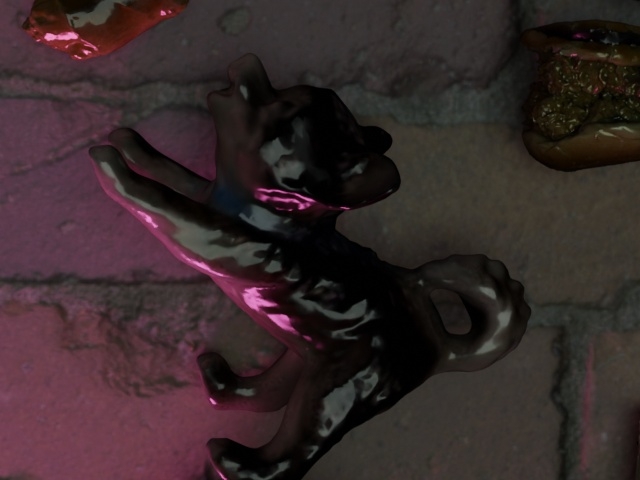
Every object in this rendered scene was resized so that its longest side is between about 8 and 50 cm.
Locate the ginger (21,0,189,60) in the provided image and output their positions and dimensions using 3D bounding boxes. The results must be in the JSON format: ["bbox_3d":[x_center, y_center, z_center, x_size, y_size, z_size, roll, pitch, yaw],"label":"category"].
[{"bbox_3d":[-0.168,-0.223,1.446,0.190,0.069,0.095,-37,105,-3],"label":"ginger"}]

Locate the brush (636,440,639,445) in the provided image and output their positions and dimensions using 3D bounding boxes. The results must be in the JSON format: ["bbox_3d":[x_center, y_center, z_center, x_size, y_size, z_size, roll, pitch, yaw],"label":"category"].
[{"bbox_3d":[0.340,0.199,1.593,0.083,0.008,0.024,11,93,-9],"label":"brush"}]

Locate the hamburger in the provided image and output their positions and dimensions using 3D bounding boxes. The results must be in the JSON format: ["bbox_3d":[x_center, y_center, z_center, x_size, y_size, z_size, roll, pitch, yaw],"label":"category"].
[{"bbox_3d":[0.254,-0.124,1.465,0.159,0.185,0.131,0,93,-23],"label":"hamburger"}]

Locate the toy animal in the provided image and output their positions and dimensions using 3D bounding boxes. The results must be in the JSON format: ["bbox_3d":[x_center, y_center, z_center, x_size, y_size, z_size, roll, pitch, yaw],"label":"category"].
[{"bbox_3d":[0.000,0.000,1.439,0.303,0.194,0.344,-20,102,1],"label":"toy animal"}]

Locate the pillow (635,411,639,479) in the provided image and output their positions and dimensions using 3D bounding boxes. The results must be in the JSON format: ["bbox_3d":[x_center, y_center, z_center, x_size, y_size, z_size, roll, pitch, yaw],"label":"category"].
[{"bbox_3d":[0.387,0.225,1.567,0.208,0.053,0.119,11,70,-16],"label":"pillow"}]
